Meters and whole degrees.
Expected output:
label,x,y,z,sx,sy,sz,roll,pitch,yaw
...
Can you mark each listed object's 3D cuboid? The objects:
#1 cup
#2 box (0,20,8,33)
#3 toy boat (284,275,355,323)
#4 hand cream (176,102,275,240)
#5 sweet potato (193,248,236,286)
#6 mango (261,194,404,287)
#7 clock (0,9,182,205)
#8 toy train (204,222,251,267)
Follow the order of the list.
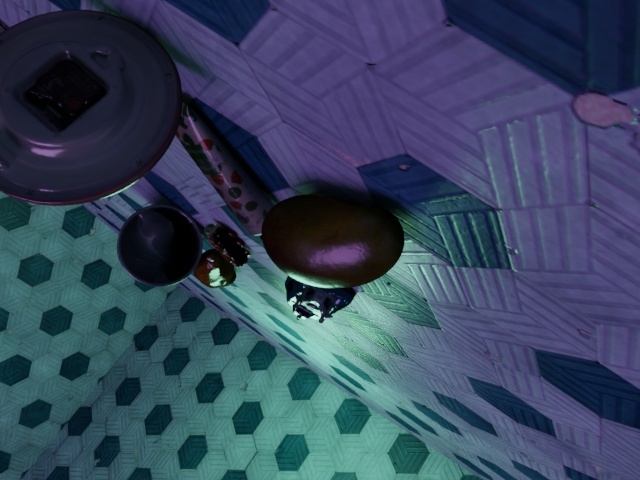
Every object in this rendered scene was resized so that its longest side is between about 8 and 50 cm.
label,x,y,z,sx,sy,sz,roll,pitch,yaw
cup,-0.449,0.015,1.520,0.205,0.205,0.312,41,165,-16
box,-0.689,-0.411,0.995,0.203,0.106,0.251,20,156,49
toy boat,-0.025,0.126,1.160,0.134,0.092,0.299,33,163,-1
hand cream,-0.143,-0.100,0.830,0.095,0.059,0.276,14,148,49
sweet potato,-0.295,0.078,1.548,0.112,0.112,0.359,36,167,2
mango,0.000,0.000,0.715,0.133,0.111,0.268,55,153,-19
clock,-0.276,-0.151,0.613,0.244,0.244,0.056,34,161,9
toy train,-0.219,0.008,1.295,0.087,0.050,0.138,29,162,36
